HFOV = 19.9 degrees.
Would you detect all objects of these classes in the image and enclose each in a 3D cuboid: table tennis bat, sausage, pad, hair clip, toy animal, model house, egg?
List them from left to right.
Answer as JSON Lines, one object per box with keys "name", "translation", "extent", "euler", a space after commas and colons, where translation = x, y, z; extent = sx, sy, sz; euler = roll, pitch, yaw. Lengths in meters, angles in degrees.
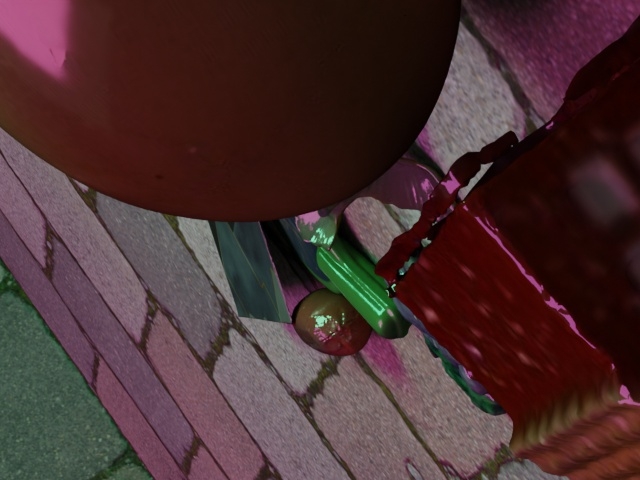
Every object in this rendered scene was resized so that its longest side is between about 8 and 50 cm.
{"name": "egg", "translation": [-0.084, -0.182, 0.996], "extent": [0.374, 0.301, 0.301], "euler": [51, 165, -12]}
{"name": "pad", "translation": [-0.079, 0.002, 1.760], "extent": [0.243, 0.004, 0.163], "euler": [175, 76, -76]}
{"name": "table tennis bat", "translation": [0.000, 0.000, 1.573], "extent": [0.257, 0.039, 0.160], "euler": [46, 163, 40]}
{"name": "sausage", "translation": [0.009, 0.075, 1.650], "extent": [0.059, 0.054, 0.094], "euler": [62, 163, -19]}
{"name": "toy animal", "translation": [0.025, -0.052, 1.296], "extent": [0.219, 0.095, 0.155], "euler": [49, 166, 22]}
{"name": "hair clip", "translation": [0.100, 0.065, 1.407], "extent": [0.124, 0.052, 0.195], "euler": [54, 175, 46]}
{"name": "model house", "translation": [0.171, 0.044, 0.946], "extent": [0.254, 0.160, 0.196], "euler": [53, 163, 7]}
